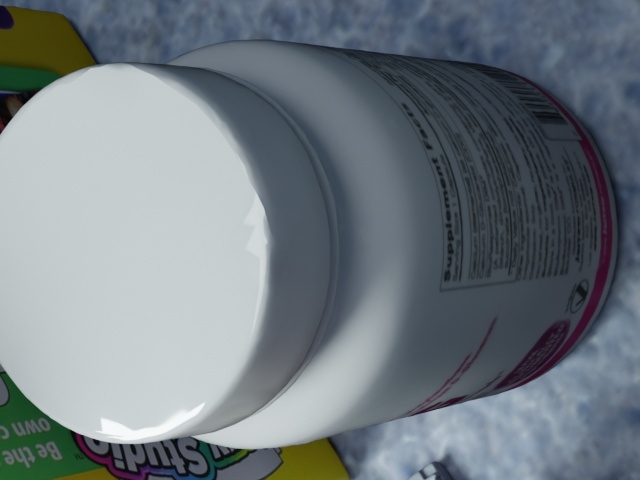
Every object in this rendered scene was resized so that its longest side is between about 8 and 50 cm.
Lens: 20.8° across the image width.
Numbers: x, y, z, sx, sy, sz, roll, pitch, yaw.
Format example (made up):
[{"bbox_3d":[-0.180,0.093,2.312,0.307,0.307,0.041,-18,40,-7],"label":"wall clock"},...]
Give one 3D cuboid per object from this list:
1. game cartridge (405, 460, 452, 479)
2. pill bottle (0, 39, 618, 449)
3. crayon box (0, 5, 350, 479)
[{"bbox_3d":[0.058,0.157,0.852,0.056,0.017,0.083,-38,73,23],"label":"game cartridge"},{"bbox_3d":[0.000,0.000,0.725,0.160,0.283,0.160,1,92,32],"label":"pill bottle"},{"bbox_3d":[-0.187,0.032,0.794,0.106,0.363,0.313,-40,71,26],"label":"crayon box"}]
